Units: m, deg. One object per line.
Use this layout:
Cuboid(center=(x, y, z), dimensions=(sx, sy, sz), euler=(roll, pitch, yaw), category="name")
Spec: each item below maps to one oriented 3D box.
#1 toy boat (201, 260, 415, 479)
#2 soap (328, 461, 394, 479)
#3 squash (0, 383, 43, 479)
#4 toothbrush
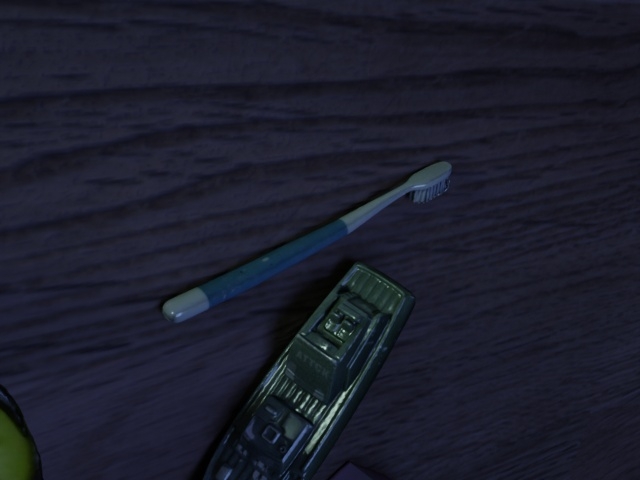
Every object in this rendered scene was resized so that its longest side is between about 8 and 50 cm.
Cuboid(center=(-0.021, 0.134, 0.744), dimensions=(0.261, 0.078, 0.085), euler=(-55, 156, -4), category="toy boat")
Cuboid(center=(0.048, 0.276, 0.916), dimensions=(0.100, 0.056, 0.149), euler=(-38, 135, -18), category="soap")
Cuboid(center=(-0.255, 0.079, 0.434), dimensions=(0.204, 0.155, 0.237), euler=(-19, 128, -37), category="squash")
Cuboid(center=(0.000, 0.000, 0.729), dimensions=(0.275, 0.019, 0.025), euler=(-28, 139, -30), category="toothbrush")
